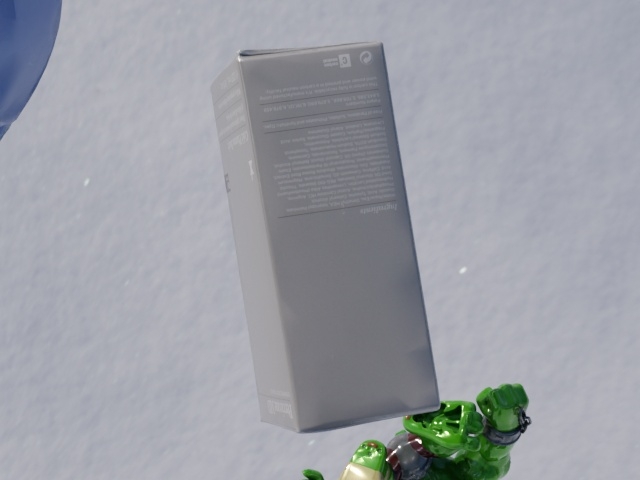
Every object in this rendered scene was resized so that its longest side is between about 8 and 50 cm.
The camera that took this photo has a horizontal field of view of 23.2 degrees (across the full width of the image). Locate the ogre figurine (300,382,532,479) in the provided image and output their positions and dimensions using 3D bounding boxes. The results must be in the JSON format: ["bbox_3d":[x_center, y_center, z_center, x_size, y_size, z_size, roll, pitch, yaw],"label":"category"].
[{"bbox_3d":[0.078,0.181,1.216,0.197,0.118,0.097,-44,56,-6],"label":"ogre figurine"}]

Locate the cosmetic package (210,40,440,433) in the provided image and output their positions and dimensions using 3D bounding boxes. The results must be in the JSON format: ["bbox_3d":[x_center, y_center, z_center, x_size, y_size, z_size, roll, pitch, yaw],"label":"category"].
[{"bbox_3d":[0.000,0.000,1.006,0.107,0.127,0.238,-6,86,-13],"label":"cosmetic package"}]

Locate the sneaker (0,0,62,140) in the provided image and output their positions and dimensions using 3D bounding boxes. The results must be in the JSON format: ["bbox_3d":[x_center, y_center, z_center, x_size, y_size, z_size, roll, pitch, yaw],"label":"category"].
[{"bbox_3d":[-0.161,-0.009,0.372,0.081,0.232,0.090,53,27,-5],"label":"sneaker"}]
